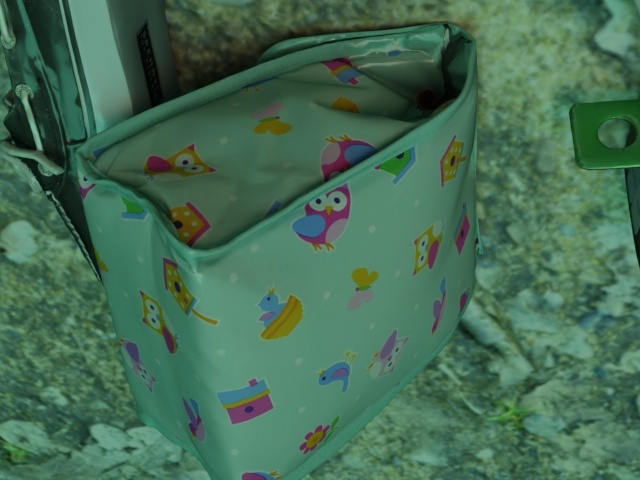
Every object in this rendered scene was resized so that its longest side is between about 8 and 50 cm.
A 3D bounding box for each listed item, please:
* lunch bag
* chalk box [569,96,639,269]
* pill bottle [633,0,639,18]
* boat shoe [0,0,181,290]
[{"bbox_3d":[0.000,0.000,0.764,0.160,0.262,0.223,33,144,38],"label":"lunch bag"},{"bbox_3d":[0.258,-0.059,0.714,0.213,0.132,0.132,8,132,0],"label":"chalk box"},{"bbox_3d":[0.273,-0.200,0.573,0.272,0.152,0.152,-17,127,22],"label":"pill bottle"},{"bbox_3d":[-0.155,-0.081,0.770,0.104,0.113,0.306,5,129,13],"label":"boat shoe"}]
